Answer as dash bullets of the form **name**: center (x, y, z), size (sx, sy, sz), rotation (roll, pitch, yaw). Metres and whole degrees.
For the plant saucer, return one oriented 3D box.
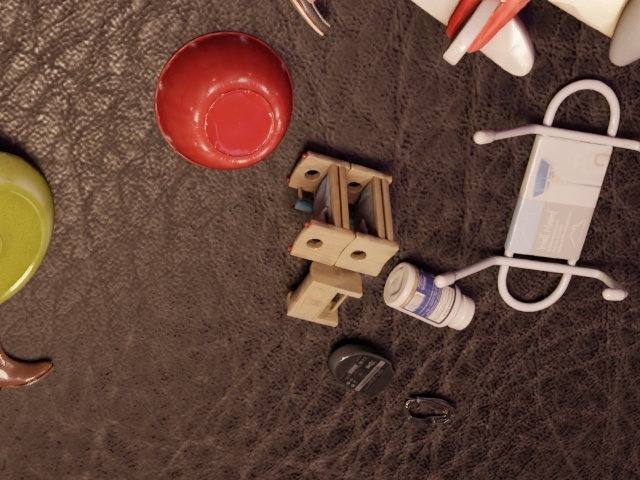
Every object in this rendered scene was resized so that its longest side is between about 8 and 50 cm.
- **plant saucer**: center (-0.422, 0.005, 1.542), size (0.241, 0.037, 0.241), rotation (-25, 136, -28)

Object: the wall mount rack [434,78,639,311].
- **wall mount rack**: center (0.300, -0.044, 1.734), size (0.304, 0.130, 0.350), rotation (6, 110, -18)

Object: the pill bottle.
- **pill bottle**: center (0.154, 0.081, 1.781), size (0.120, 0.067, 0.067), rotation (24, 104, -24)

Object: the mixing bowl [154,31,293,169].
- **mixing bowl**: center (-0.109, -0.160, 1.585), size (0.181, 0.098, 0.181), rotation (-6, 114, -14)

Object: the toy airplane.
- **toy airplane**: center (0.261, -0.363, 1.501), size (0.386, 0.272, 0.385), rotation (-7, 104, 8)

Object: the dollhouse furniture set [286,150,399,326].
- **dollhouse furniture set**: center (0.000, 0.000, 1.692), size (0.129, 0.129, 0.184), rotation (15, 137, -21)

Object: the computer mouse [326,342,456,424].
- **computer mouse**: center (0.103, 0.206, 1.844), size (0.242, 0.041, 0.071), rotation (33, 110, -32)

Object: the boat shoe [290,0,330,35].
- **boat shoe**: center (-0.025, -0.314, 1.571), size (0.043, 0.049, 0.137), rotation (-38, 113, 0)

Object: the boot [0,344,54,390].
- **boot**: center (-0.413, 0.138, 1.664), size (0.106, 0.037, 0.114), rotation (-18, 112, -10)
